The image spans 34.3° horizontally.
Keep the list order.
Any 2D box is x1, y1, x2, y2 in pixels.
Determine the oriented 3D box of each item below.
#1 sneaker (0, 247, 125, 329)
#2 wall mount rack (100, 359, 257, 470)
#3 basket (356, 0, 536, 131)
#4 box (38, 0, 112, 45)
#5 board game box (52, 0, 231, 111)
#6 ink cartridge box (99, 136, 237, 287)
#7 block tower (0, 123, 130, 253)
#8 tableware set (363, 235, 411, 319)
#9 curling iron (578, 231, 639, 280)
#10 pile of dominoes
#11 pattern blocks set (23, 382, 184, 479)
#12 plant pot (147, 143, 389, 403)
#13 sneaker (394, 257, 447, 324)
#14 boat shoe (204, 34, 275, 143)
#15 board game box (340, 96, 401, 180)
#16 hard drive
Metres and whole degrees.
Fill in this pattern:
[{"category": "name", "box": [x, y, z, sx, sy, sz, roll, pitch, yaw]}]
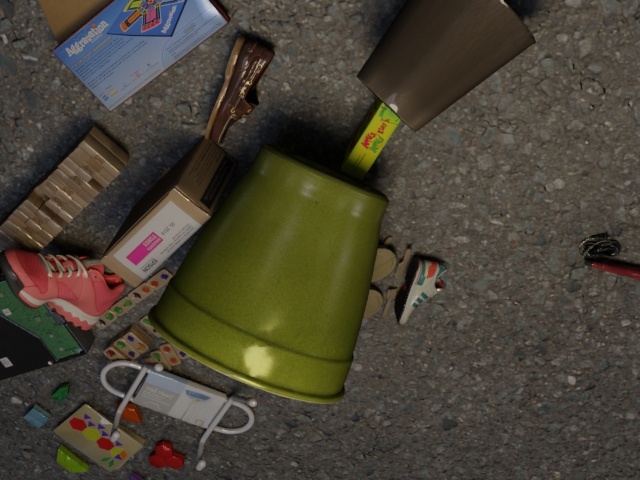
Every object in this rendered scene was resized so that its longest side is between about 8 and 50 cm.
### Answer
[{"category": "sneaker", "box": [-0.491, 0.064, 1.987, 0.136, 0.116, 0.314, -37, 151, 6]}, {"category": "wall mount rack", "box": [-0.284, 0.340, 2.155, 0.350, 0.130, 0.304, 22, 129, -15]}, {"category": "basket", "box": [0.177, -0.291, 1.589, 0.204, 0.154, 0.227, 43, 97, -12]}, {"category": "box", "box": [-0.395, -0.409, 1.744, 0.165, 0.021, 0.201, -9, 122, 16]}, {"category": "board game box", "box": [-0.302, -0.345, 1.742, 0.281, 0.027, 0.145, -31, 116, 25]}, {"category": "ink cartridge box", "box": [-0.271, -0.052, 1.864, 0.088, 0.193, 0.235, 41, 122, -16]}, {"category": "block tower", "box": [-0.491, -0.082, 1.947, 0.335, 0.091, 0.097, -36, 111, 30]}, {"category": "tableware set", "box": [0.085, 0.076, 1.974, 0.128, 0.039, 0.194, -3, 134, -20]}, {"category": "curling iron", "box": [0.598, 0.054, 1.872, 0.274, 0.035, 0.068, 20, 126, -3]}, {"category": "pile of dominoes", "box": [-0.338, 0.187, 2.138, 0.251, 0.040, 0.196, -35, 112, 29]}, {"category": "pattern blocks set", "box": [-0.498, 0.448, 2.356, 0.285, 0.026, 0.325, -30, 114, 27]}, {"category": "plant pot", "box": [-0.056, 0.037, 1.776, 0.367, 0.366, 0.352, 24, 97, -6]}, {"category": "sneaker", "box": [0.192, 0.102, 1.967, 0.075, 0.057, 0.161, 6, 129, -13]}, {"category": "boat shoe", "box": [-0.139, -0.247, 1.777, 0.073, 0.073, 0.207, 23, 126, -3]}, {"category": "board game box", "box": [0.100, -0.199, 1.755, 0.043, 0.092, 0.181, 27, 125, -9]}, {"category": "hard drive", "box": [-0.675, 0.178, 2.180, 0.339, 0.064, 0.236, -18, 119, 22]}]
